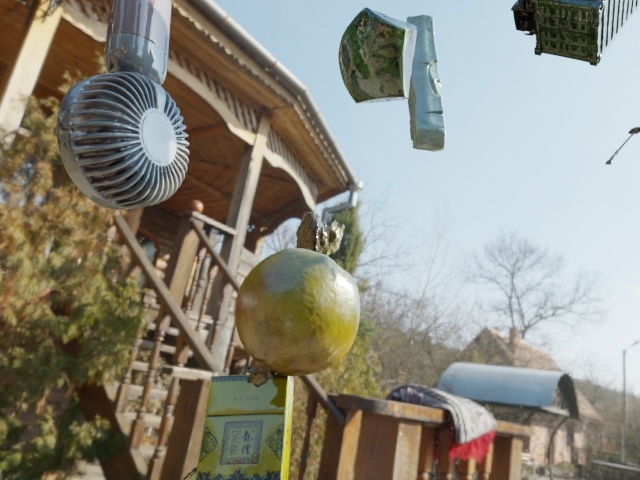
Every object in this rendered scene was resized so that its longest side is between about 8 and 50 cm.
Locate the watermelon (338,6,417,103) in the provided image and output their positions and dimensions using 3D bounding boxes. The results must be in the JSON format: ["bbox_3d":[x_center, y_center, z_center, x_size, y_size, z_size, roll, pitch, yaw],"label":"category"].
[{"bbox_3d":[0.058,-0.176,0.504,0.092,0.085,0.072,25,15,40],"label":"watermelon"}]

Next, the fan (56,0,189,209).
[{"bbox_3d":[-0.186,-0.153,0.508,0.074,0.245,0.130,-3,-12,22],"label":"fan"}]

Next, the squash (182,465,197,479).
[{"bbox_3d":[-0.150,0.518,0.966,0.252,0.169,0.093,52,-8,-30],"label":"squash"}]

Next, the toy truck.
[{"bbox_3d":[0.340,-0.338,0.615,0.121,0.259,0.088,29,-16,38],"label":"toy truck"}]

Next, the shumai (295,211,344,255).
[{"bbox_3d":[-0.008,0.007,1.303,0.105,0.139,0.123,24,-25,-17],"label":"shumai"}]

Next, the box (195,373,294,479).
[{"bbox_3d":[-0.128,0.364,0.852,0.152,0.279,0.041,-7,-35,14],"label":"box"}]

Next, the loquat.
[{"bbox_3d":[-0.047,0.136,0.859,0.213,0.246,0.213,30,-14,8],"label":"loquat"}]

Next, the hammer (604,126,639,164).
[{"bbox_3d":[0.585,-0.184,0.988,0.014,0.123,0.029,52,-21,-9],"label":"hammer"}]

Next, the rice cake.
[{"bbox_3d":[0.205,-0.316,1.019,0.066,0.337,0.063,0,-27,2],"label":"rice cake"}]
